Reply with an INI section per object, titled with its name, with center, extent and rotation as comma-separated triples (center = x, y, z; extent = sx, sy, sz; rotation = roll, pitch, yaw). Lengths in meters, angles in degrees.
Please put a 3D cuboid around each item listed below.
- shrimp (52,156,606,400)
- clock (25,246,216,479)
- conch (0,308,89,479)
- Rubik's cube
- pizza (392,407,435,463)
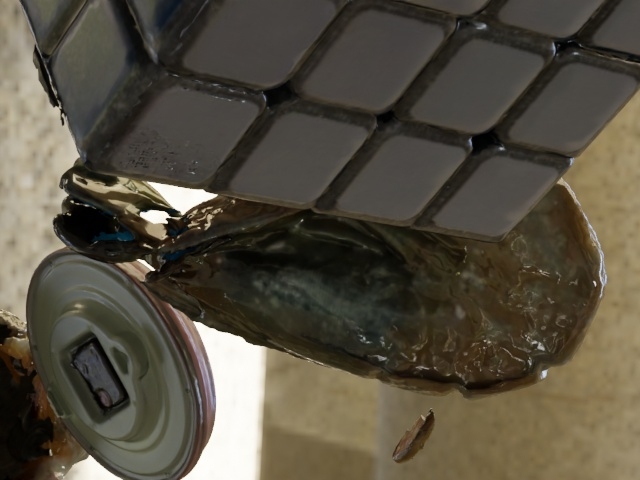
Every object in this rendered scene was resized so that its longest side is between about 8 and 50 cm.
[shrimp]
center = 0.000, 0.000, 1.472
extent = 0.446, 0.221, 0.110
rotation = 9, -159, 14
[clock]
center = -0.193, 0.119, 1.767
extent = 0.244, 0.244, 0.056
rotation = 24, -145, 36
[conch]
center = -0.336, 0.166, 1.938
extent = 0.159, 0.291, 0.210
rotation = -3, -124, 37
[Rubik's cube]
center = 0.026, -0.240, 1.140
extent = 0.344, 0.337, 0.344
rotation = 7, -135, -41
[pizza]
center = 0.090, 0.187, 1.796
extent = 0.016, 0.083, 0.037
rotation = 22, -136, -12
